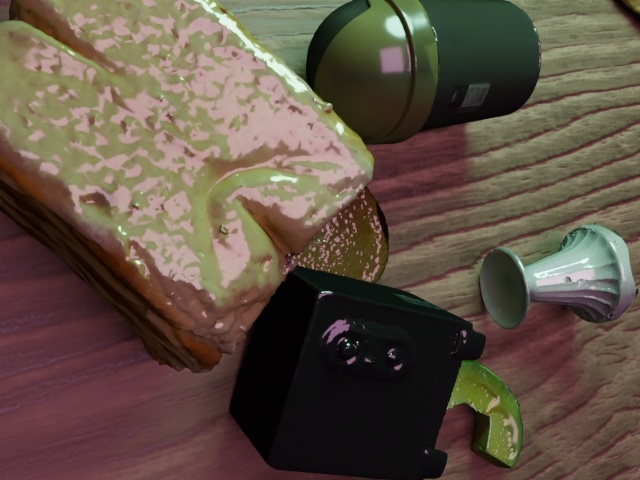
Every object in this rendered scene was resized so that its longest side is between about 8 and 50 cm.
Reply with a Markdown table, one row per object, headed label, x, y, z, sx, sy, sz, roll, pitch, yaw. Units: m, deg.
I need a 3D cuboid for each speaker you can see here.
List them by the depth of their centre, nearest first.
| label | x | y | z | sx | sy | sz | roll | pitch | yaw |
| --- | --- | --- | --- | --- | --- | --- | --- | --- | --- |
| speaker | 0.045 | 0.177 | 1.095 | 0.254 | 0.184 | 0.232 | 15 | 97 | -25 |

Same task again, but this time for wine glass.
| label | x | y | z | sx | sy | sz | roll | pitch | yaw |
| --- | --- | --- | --- | --- | --- | --- | --- | --- | --- |
| wine glass | 0.366 | 0.065 | 1.298 | 0.197 | 0.165 | 0.164 | -10 | 93 | -22 |

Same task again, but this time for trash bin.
| label | x | y | z | sx | sy | sz | roll | pitch | yaw |
| --- | --- | --- | --- | --- | --- | --- | --- | --- | --- |
| trash bin | 0.129 | -0.248 | 1.160 | 0.334 | 0.214 | 0.214 | -14 | 95 | -31 |

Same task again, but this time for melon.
| label | x | y | z | sx | sy | sz | roll | pitch | yaw |
| --- | --- | --- | --- | --- | --- | --- | --- | --- | --- |
| melon | 0.244 | 0.256 | 1.284 | 0.209 | 0.064 | 0.118 | 39 | 77 | -17 |

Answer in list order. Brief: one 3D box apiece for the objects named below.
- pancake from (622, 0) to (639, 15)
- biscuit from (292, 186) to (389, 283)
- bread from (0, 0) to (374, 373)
| label | x | y | z | sx | sy | sz | roll | pitch | yaw |
| --- | --- | --- | --- | --- | --- | --- | --- | --- | --- |
| pancake | 0.639 | -0.488 | 1.503 | 0.266 | 0.057 | 0.244 | 35 | 73 | -20 |
| biscuit | 0.000 | 0.000 | 1.178 | 0.226 | 0.042 | 0.225 | 0 | 90 | -26 |
| bread | -0.189 | -0.082 | 0.891 | 0.390 | 0.371 | 0.279 | 44 | 72 | -10 |
